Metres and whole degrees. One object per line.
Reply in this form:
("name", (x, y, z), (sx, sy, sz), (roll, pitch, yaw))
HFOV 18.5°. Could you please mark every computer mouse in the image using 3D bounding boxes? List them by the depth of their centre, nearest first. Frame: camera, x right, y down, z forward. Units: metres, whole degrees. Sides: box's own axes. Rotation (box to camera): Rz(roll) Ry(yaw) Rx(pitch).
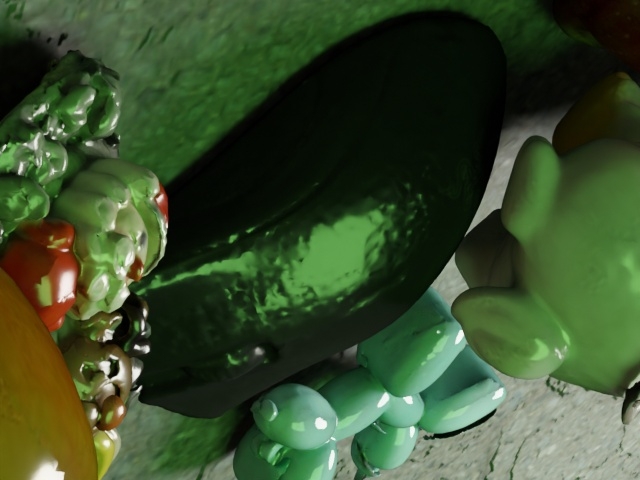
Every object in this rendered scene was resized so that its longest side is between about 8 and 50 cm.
("computer mouse", (0.000, 0.000, 0.962), (0.264, 0.088, 0.147), (-37, 146, 1))

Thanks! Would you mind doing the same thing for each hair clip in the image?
("hair clip", (-0.126, 0.070, 0.871), (0.138, 0.091, 0.321), (-52, 165, -44))

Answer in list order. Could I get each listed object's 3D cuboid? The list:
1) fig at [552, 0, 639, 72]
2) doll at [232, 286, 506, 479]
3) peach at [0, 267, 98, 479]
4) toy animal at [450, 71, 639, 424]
("fig", (0.168, -0.136, 0.913), (0.207, 0.175, 0.175), (-26, 159, 36))
("doll", (0.022, 0.096, 1.120), (0.158, 0.059, 0.159), (-43, 149, 4))
("peach", (-0.240, 0.096, 0.637), (0.332, 0.308, 0.308), (-3, 133, -43))
("toy animal", (0.205, -0.024, 1.051), (0.208, 0.154, 0.325), (-45, 164, 33))
